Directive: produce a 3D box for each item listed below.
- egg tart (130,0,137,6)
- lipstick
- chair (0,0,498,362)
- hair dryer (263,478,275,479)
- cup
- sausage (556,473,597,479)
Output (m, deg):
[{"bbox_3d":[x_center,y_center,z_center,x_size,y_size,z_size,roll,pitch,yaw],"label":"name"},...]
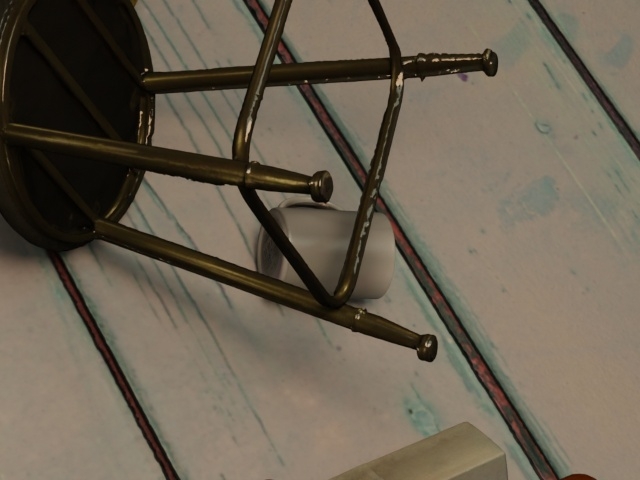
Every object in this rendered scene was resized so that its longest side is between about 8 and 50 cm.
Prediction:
[{"bbox_3d":[-0.345,-0.356,1.733,0.341,0.132,0.341,10,58,-17],"label":"egg tart"},{"bbox_3d":[0.011,0.286,1.465,0.371,0.080,0.076,-21,32,-23],"label":"lipstick"},{"bbox_3d":[-0.090,-0.130,1.487,0.410,0.364,0.362,4,65,23],"label":"chair"},{"bbox_3d":[-0.032,0.282,1.511,0.114,0.063,0.037,34,49,-19],"label":"hair dryer"},{"bbox_3d":[0.000,0.011,1.681,0.133,0.136,0.099,1,102,-22],"label":"cup"},{"bbox_3d":[0.172,0.327,1.540,0.348,0.094,0.097,-19,64,-30],"label":"sausage"}]
